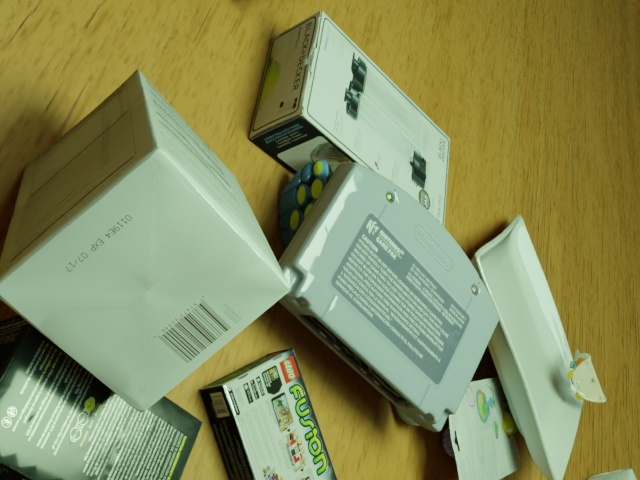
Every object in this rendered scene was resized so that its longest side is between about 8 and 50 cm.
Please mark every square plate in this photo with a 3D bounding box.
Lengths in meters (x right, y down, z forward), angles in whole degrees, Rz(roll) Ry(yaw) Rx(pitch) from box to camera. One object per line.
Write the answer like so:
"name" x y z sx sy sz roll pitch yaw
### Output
"square plate" 0.323 0.152 1.226 0.344 0.049 0.347 -26 96 -64

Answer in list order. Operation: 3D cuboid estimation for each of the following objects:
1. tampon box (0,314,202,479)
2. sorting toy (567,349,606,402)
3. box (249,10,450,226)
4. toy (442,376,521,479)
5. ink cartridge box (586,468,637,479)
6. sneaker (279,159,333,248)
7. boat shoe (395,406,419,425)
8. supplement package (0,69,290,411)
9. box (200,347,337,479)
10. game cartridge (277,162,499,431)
"tampon box" -0.193 0.143 0.571 0.161 0.120 0.101 45 46 -31
"sorting toy" 0.437 0.220 1.306 0.083 0.044 0.075 66 19 -15
"box" 0.050 -0.133 1.009 0.290 0.087 0.169 35 51 -39
"toy" 0.209 0.263 1.073 0.237 0.056 0.137 8 71 -56
"ink cartridge box" 0.497 0.586 1.208 0.308 0.091 0.385 66 25 -5
"sneaker" 0.000 0.000 0.918 0.078 0.067 0.188 0 82 -53
"boat shoe" 0.118 0.120 1.014 0.075 0.083 0.226 -3 90 -62
"supplement package" -0.137 -0.016 0.596 0.134 0.139 0.244 49 5 -27
"box" -0.040 0.227 0.796 0.114 0.036 0.207 -19 91 -52
"game cartridge" 0.086 0.060 0.896 0.294 0.060 0.196 45 66 -27
